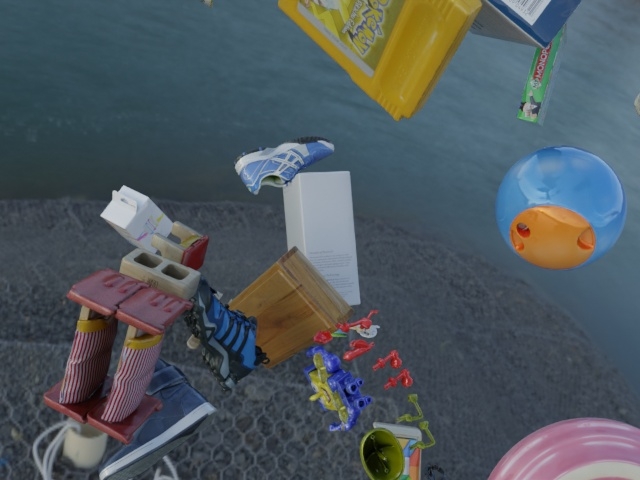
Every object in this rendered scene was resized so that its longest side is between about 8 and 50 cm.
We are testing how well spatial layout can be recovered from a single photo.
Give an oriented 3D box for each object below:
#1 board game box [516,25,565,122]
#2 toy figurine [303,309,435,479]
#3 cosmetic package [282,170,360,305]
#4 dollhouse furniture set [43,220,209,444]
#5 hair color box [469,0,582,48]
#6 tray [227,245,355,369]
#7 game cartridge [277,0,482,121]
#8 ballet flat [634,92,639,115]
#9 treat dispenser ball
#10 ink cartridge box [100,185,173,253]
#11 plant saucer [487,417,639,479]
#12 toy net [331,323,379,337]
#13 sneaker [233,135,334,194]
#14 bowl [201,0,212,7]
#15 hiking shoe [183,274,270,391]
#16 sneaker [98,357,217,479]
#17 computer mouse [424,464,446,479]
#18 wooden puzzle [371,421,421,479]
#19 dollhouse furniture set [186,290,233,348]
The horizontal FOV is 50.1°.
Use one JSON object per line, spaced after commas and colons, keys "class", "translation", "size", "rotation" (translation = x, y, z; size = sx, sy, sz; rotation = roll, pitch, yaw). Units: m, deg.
{"class": "board game box", "translation": [0.501, -0.368, 1.537], "size": [0.046, 0.214, 0.317], "rotation": [18, 12, 17]}
{"class": "toy figurine", "translation": [0.069, 0.334, 1.516], "size": [0.191, 0.217, 0.363], "rotation": [-32, 102, -27]}
{"class": "cosmetic package", "translation": [0.000, 0.000, 1.900], "size": [0.155, 0.366, 0.197], "rotation": [-6, -2, -16]}
{"class": "dollhouse furniture set", "translation": [-0.272, 0.130, 1.133], "size": [0.152, 0.202, 0.374], "rotation": [22, 21, 7]}
{"class": "hair color box", "translation": [0.283, -0.429, 1.158], "size": [0.173, 0.105, 0.347], "rotation": [33, 13, -17]}
{"class": "tray", "translation": [-0.100, 0.179, 1.671], "size": [0.203, 0.411, 0.076], "rotation": [48, 56, -1]}
{"class": "game cartridge", "translation": [0.074, -0.371, 1.085], "size": [0.052, 0.285, 0.324], "rotation": [-38, 78, -25]}
{"class": "ballet flat", "translation": [0.616, -0.248, 1.249], "size": [0.074, 0.074, 0.203], "rotation": [40, 28, 27]}
{"class": "treat dispenser ball", "translation": [0.549, -0.074, 1.576], "size": [0.287, 0.288, 0.288], "rotation": [16, 32, -10]}
{"class": "ink cartridge box", "translation": [-0.421, -0.050, 1.564], "size": [0.092, 0.143, 0.090], "rotation": [23, 71, 31]}
{"class": "plant saucer", "translation": [0.382, 0.416, 0.932], "size": [0.331, 0.332, 0.084], "rotation": [23, -2, 2]}
{"class": "toy net", "translation": [0.119, 0.287, 2.165], "size": [0.122, 0.045, 0.232], "rotation": [10, -9, -34]}
{"class": "sneaker", "translation": [-0.067, -0.153, 1.392], "size": [0.211, 0.080, 0.081], "rotation": [-19, 75, -14]}
{"class": "bowl", "translation": [-0.137, -0.320, 0.666], "size": [0.080, 0.170, 0.170], "rotation": [4, 35, -12]}
{"class": "hiking shoe", "translation": [-0.205, 0.175, 1.445], "size": [0.132, 0.304, 0.113], "rotation": [-31, 42, -21]}
{"class": "sneaker", "translation": [-0.315, 0.302, 1.186], "size": [0.226, 0.086, 0.163], "rotation": [-29, 69, -41]}
{"class": "computer mouse", "translation": [0.298, 0.656, 1.748], "size": [0.071, 0.041, 0.242], "rotation": [-19, 14, 12]}
{"class": "wooden puzzle", "translation": [0.241, 0.682, 2.084], "size": [0.220, 0.044, 0.239], "rotation": [19, 62, -40]}
{"class": "dollhouse furniture set", "translation": [-0.325, 0.326, 2.266], "size": [0.242, 0.212, 0.161], "rotation": [28, 36, 2]}
